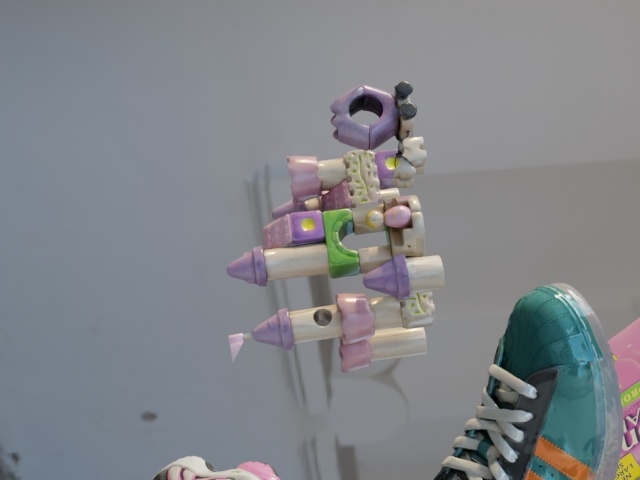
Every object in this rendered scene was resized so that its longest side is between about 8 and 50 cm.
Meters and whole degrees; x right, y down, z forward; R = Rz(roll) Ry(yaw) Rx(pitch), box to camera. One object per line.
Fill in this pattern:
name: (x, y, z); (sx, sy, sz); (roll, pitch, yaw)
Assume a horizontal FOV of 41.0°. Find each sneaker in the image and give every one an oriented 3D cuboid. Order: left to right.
sneaker: (-0.097, 0.192, 0.592); (0.178, 0.077, 0.072); (-31, -101, 49)
sneaker: (0.148, 0.184, 0.667); (0.108, 0.121, 0.302); (-152, -119, -64)

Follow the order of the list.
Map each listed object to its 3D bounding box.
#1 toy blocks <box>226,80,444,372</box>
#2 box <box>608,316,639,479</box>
toy blocks: (0.000, 0.000, 1.113); (0.309, 0.260, 0.288); (88, -5, -65)
box: (0.445, 0.228, 1.112); (0.117, 0.213, 0.243); (45, 14, -21)
